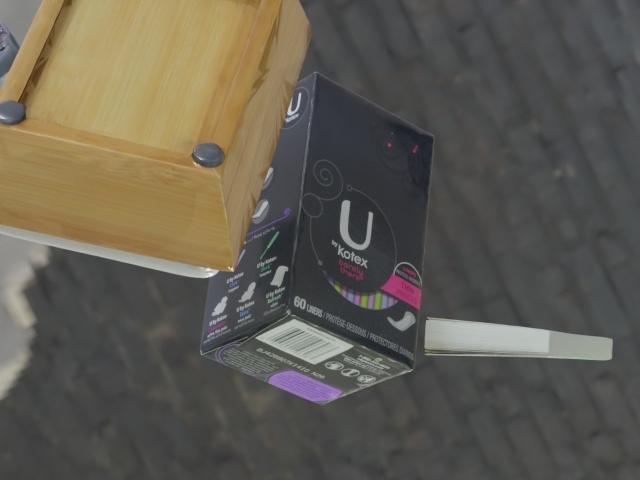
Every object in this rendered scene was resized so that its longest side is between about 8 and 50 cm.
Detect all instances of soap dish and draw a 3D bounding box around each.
[{"bbox_3d":[-0.144,-0.118,1.594,0.118,0.229,0.290,99,-175,-47],"label":"soap dish"}]

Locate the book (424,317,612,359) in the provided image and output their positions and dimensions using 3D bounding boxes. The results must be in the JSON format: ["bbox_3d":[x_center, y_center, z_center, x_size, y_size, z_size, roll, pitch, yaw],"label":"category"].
[{"bbox_3d":[0.181,0.093,1.812,0.096,0.144,0.035,8,-96,-45],"label":"book"}]

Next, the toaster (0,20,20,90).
[{"bbox_3d":[-0.322,-0.124,1.888,0.227,0.129,0.146,40,164,55],"label":"toaster"}]

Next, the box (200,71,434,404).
[{"bbox_3d":[0.000,0.000,1.942,0.165,0.143,0.270,26,-124,-32],"label":"box"}]
